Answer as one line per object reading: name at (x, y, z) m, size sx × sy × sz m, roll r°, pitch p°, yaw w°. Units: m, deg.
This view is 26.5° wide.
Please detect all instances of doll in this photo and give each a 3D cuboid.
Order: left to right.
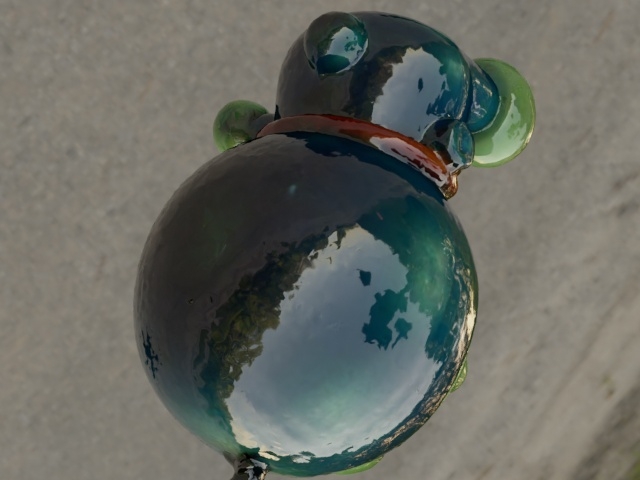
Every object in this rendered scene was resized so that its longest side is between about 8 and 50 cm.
doll at (0.001, 0.000, 0.796) m, size 0.186 × 0.198 × 0.322 m, roll 44°, pitch 54°, yaw -48°
